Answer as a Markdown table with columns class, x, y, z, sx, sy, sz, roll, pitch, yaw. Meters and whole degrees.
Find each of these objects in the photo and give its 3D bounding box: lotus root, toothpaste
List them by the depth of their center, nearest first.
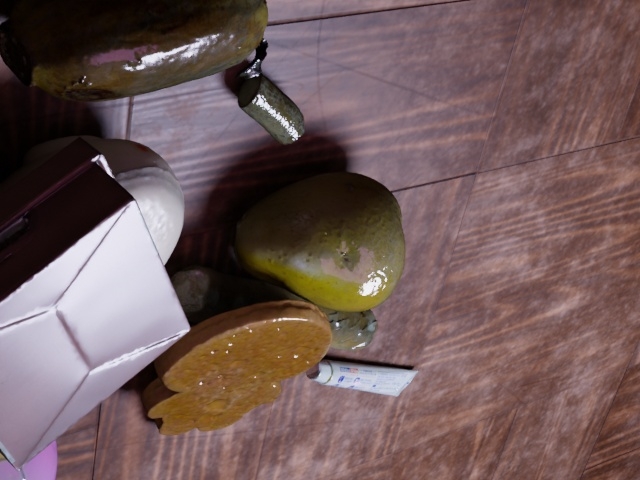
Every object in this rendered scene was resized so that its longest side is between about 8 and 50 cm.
| class | x | y | z | sx | sy | sz | roll | pitch | yaw |
| --- | --- | --- | --- | --- | --- | --- | --- | --- | --- |
| lotus root | -0.154 | -0.190 | 1.097 | 0.241 | 0.124 | 0.123 | -18 | 150 | -32 |
| toothpaste | 0.057 | 0.183 | 1.696 | 0.218 | 0.033 | 0.052 | 15 | 118 | -50 |

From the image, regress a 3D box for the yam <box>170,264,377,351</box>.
| class | x | y | z | sx | sy | sz | roll | pitch | yaw |
| --- | --- | --- | --- | --- | --- | --- | --- | --- | --- |
| yam | -0.052 | 0.083 | 1.479 | 0.317 | 0.067 | 0.071 | 16 | 72 | -47 |

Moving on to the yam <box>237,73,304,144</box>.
| class | x | y | z | sx | sy | sz | roll | pitch | yaw |
| --- | --- | --- | --- | --- | --- | --- | --- | --- | --- |
| yam | -0.052 | -0.136 | 1.303 | 0.043 | 0.043 | 0.094 | -48 | 140 | 5 |

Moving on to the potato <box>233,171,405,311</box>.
| class | x | y | z | sx | sy | sz | roll | pitch | yaw |
| --- | --- | --- | --- | --- | --- | --- | --- | --- | --- |
| potato | 0.000 | 0.000 | 1.400 | 0.194 | 0.157 | 0.157 | 1 | 128 | -11 |

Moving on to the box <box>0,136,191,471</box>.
| class | x | y | z | sx | sy | sz | roll | pitch | yaw |
| --- | --- | --- | --- | --- | --- | --- | --- | --- | --- |
| box | -0.227 | 0.059 | 1.061 | 0.215 | 0.086 | 0.215 | -39 | 148 | -19 |

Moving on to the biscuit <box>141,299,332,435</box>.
| class | x | y | z | sx | sy | sz | roll | pitch | yaw |
| --- | --- | --- | --- | --- | --- | --- | --- | --- | --- |
| biscuit | -0.101 | 0.144 | 1.444 | 0.202 | 0.044 | 0.288 | -4 | 152 | -27 |

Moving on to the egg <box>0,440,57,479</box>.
| class | x | y | z | sx | sy | sz | roll | pitch | yaw |
| --- | --- | --- | --- | --- | --- | --- | --- | --- | --- |
| egg | -0.382 | 0.205 | 1.209 | 0.271 | 0.196 | 0.196 | 11 | 118 | -30 |

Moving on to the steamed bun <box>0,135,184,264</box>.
| class | x | y | z | sx | sy | sz | roll | pitch | yaw |
| --- | --- | --- | --- | --- | --- | --- | --- | --- | --- |
| steamed bun | -0.238 | -0.005 | 1.187 | 0.228 | 0.131 | 0.177 | -44 | 146 | -14 |
